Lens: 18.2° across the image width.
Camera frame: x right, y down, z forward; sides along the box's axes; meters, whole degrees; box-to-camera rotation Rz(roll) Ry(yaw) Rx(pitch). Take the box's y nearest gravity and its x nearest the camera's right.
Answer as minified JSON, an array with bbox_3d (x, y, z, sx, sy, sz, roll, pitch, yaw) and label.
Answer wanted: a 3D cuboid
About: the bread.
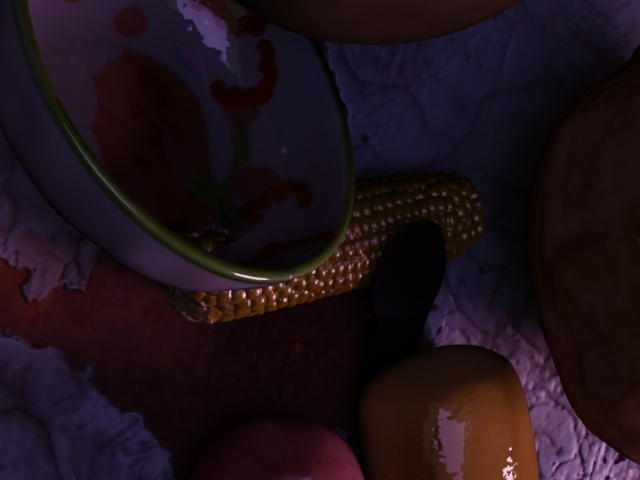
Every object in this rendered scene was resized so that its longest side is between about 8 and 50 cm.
[{"bbox_3d":[0.109,0.194,1.581,0.147,0.098,0.217,-17,111,-20],"label":"bread"}]

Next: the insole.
[{"bbox_3d":[0.062,0.054,1.543,0.064,0.004,0.188,-11,136,-23],"label":"insole"}]

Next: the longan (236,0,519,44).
[{"bbox_3d":[0.039,-0.282,1.378,0.318,0.319,0.319,-3,99,-20],"label":"longan"}]

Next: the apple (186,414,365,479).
[{"bbox_3d":[-0.033,0.210,1.525,0.153,0.120,0.153,-3,99,-19],"label":"apple"}]

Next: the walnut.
[{"bbox_3d":[0.305,0.000,1.532,0.306,0.306,0.344,-21,98,-16],"label":"walnut"}]

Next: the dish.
[{"bbox_3d":[-0.127,-0.094,1.395,0.124,0.324,0.324,-30,114,33],"label":"dish"}]

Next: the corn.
[{"bbox_3d":[0.002,0.000,1.522,0.260,0.091,0.091,-13,102,-22],"label":"corn"}]
